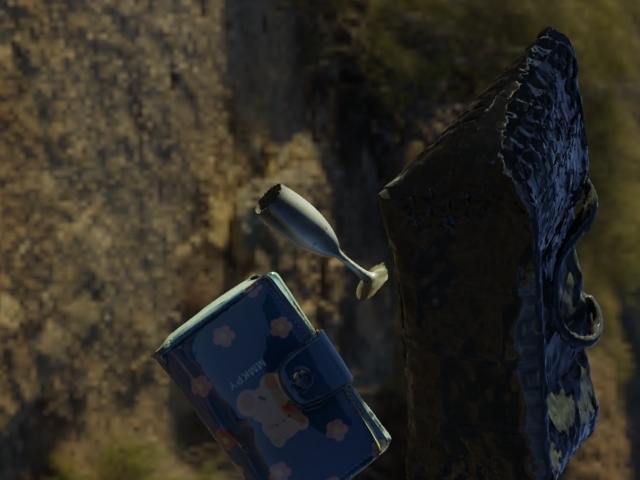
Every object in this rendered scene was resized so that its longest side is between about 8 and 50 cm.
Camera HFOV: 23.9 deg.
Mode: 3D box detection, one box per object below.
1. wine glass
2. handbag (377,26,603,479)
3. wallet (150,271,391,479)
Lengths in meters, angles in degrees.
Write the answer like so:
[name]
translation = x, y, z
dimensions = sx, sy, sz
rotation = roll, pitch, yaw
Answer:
[wine glass]
translation = 0.000, 0.000, 2.001
dimensions = 0.198, 0.066, 0.066
rotation = 39, 40, -23
[handbag]
translation = 0.114, 0.029, 0.854
dimensions = 0.175, 0.088, 0.270
rotation = -39, 129, -52
[wallet]
translation = -0.041, 0.139, 1.367
dimensions = 0.202, 0.141, 0.059
rotation = 54, -7, 0
